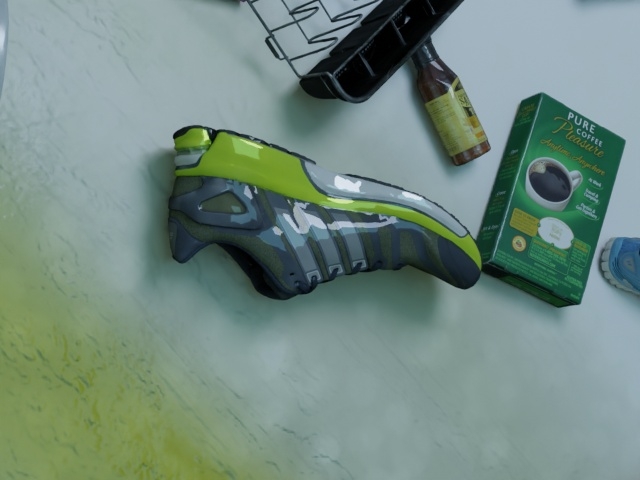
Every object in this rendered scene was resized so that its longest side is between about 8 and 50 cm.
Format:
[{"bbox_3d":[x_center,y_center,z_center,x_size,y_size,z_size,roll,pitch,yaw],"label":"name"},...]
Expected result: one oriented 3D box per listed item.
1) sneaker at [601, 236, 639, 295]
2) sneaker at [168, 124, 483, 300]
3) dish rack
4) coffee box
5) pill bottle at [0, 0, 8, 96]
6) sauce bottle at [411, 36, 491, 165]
[{"bbox_3d":[0.360,0.045,1.297,0.162,0.073,0.063,25,72,-20],"label":"sneaker"},{"bbox_3d":[0.000,0.000,1.130,0.300,0.111,0.121,17,85,-16],"label":"sneaker"},{"bbox_3d":[-0.003,-0.276,1.150,0.208,0.074,0.271,-48,115,-31],"label":"dish rack"},{"bbox_3d":[0.224,-0.039,1.264,0.113,0.040,0.184,24,73,-21],"label":"coffee box"},{"bbox_3d":[-0.377,-0.146,0.932,0.279,0.162,0.162,6,79,-25],"label":"pill bottle"},{"bbox_3d":[0.118,-0.134,1.228,0.042,0.042,0.128,-29,96,-26],"label":"sauce bottle"}]
